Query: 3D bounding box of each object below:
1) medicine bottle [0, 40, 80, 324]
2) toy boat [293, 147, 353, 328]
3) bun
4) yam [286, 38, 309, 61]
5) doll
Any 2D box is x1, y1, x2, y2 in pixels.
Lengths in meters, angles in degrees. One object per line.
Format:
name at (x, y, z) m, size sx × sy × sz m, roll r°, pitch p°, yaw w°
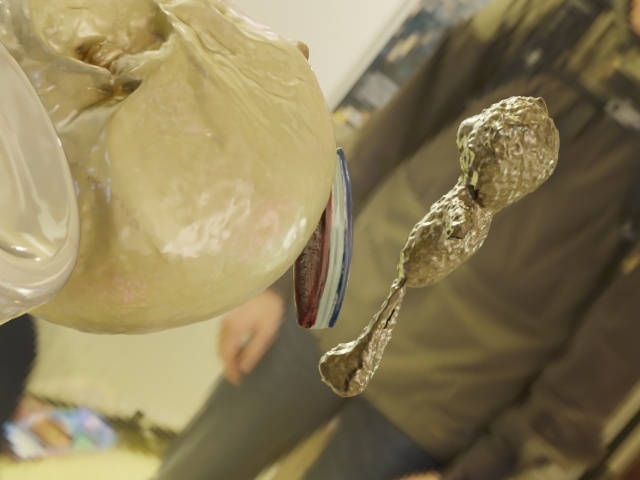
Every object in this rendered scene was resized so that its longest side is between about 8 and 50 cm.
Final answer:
medicine bottle at (-0.345, 0.014, 1.065) m, size 0.211 × 0.371 × 0.211 m, roll 53°, pitch 21°, yaw -31°
toy boat at (0.000, 0.000, 2.170) m, size 0.080 × 0.229 × 0.046 m, roll 21°, pitch 27°, yaw 28°
bun at (-0.170, -0.094, 1.443) m, size 0.361 × 0.361 × 0.213 m, roll 47°, pitch -15°, yaw 32°
yam at (-0.058, -0.217, 2.241) m, size 0.057 × 0.057 × 0.241 m, roll 39°, pitch 17°, yaw 1°
doll at (0.105, 0.001, 1.574) m, size 0.091 × 0.286 × 0.202 m, roll 39°, pitch 35°, yaw 17°
